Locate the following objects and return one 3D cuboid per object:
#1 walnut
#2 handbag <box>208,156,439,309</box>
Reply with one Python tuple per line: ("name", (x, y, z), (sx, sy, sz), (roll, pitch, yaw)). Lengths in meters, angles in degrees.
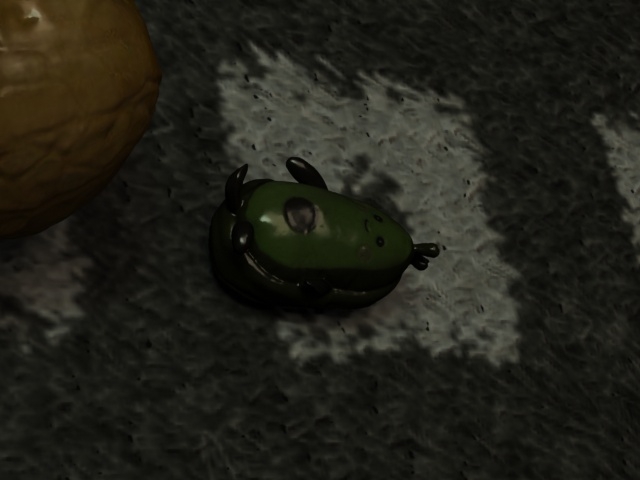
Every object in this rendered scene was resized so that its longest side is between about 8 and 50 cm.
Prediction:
("walnut", (-0.148, -0.065, 0.819), (0.180, 0.144, 0.144), (-14, 69, -31))
("handbag", (0.000, 0.000, 0.936), (0.111, 0.047, 0.072), (10, 56, -27))
